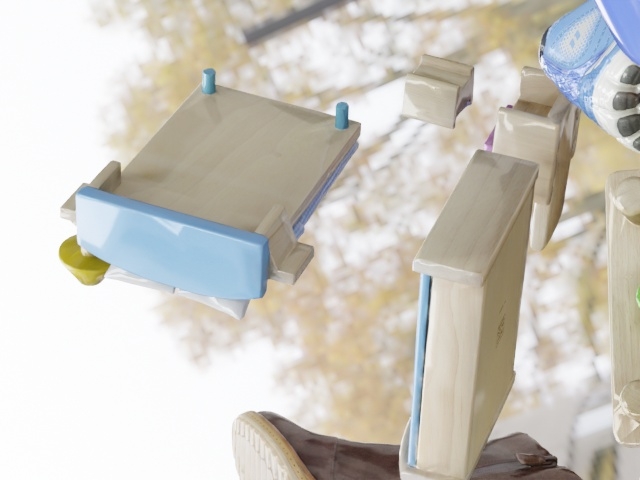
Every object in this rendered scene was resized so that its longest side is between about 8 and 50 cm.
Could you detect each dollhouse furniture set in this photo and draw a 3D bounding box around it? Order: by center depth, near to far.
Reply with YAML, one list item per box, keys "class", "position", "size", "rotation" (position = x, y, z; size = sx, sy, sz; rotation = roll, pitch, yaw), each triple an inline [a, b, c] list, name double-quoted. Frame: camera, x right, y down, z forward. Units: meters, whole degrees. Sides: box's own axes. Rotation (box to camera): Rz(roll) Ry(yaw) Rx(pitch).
- class: "dollhouse furniture set"
  position: [0.000, 0.000, 1.414]
  size: [0.286, 0.303, 0.198]
  rotation: [-57, -23, -49]

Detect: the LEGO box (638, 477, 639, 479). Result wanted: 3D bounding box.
- class: "LEGO box"
  position: [0.291, 0.296, 1.450]
  size: [0.500, 0.193, 0.372]
  rotation: [-52, -18, -43]

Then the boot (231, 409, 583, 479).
- class: "boot"
  position: [0.069, 0.189, 1.515]
  size: [0.248, 0.207, 0.090]
  rotation: [40, 136, 44]

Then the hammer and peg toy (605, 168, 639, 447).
- class: "hammer and peg toy"
  position: [0.386, 0.000, 1.728]
  size: [0.127, 0.266, 0.361]
  rotation: [30, -121, -68]

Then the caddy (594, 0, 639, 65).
- class: "caddy"
  position: [0.200, -0.225, 0.770]
  size: [0.241, 0.341, 0.179]
  rotation: [63, -178, 34]

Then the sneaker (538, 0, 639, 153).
- class: "sneaker"
  position: [0.291, -0.192, 1.384]
  size: [0.147, 0.330, 0.129]
  rotation: [37, 150, 46]
